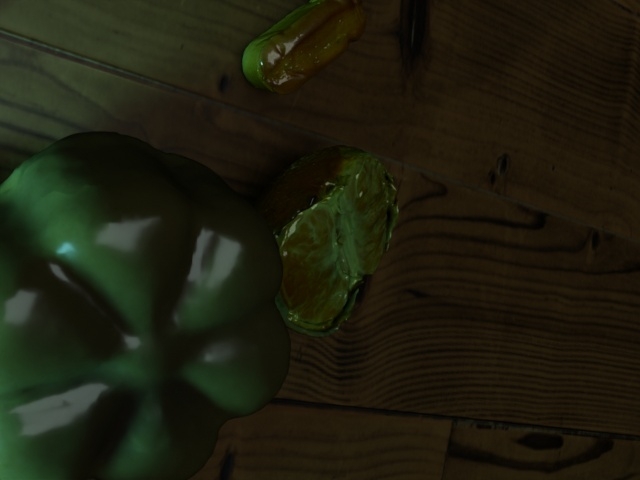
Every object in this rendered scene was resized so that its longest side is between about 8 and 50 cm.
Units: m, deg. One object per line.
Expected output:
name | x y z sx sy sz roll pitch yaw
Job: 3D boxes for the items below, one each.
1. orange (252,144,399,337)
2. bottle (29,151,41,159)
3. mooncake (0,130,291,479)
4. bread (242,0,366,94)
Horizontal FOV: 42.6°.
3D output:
orange | -0.007 0.000 1.359 0.262 0.196 0.334 58 44 -31
bottle | -0.301 -0.059 1.216 0.260 0.112 0.112 7 91 -34
mooncake | -0.265 0.101 1.086 0.467 0.262 0.467 -15 121 -27
bread | -0.022 -0.338 1.388 0.245 0.094 0.102 -42 121 -24
